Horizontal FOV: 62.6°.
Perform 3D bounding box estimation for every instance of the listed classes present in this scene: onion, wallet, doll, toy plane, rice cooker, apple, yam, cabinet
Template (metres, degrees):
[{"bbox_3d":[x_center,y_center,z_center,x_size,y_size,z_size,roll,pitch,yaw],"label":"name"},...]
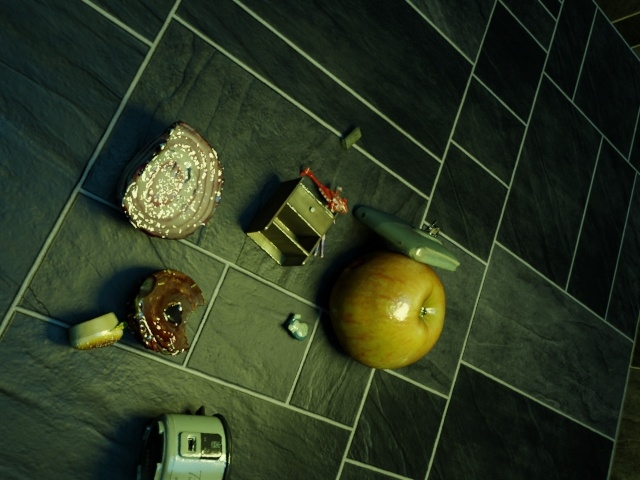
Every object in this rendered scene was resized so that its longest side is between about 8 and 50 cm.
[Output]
[{"bbox_3d":[-0.416,-0.143,1.445,0.314,0.146,0.280,-62,142,-19],"label":"onion"},{"bbox_3d":[0.296,-0.010,1.773,0.252,0.360,0.083,14,107,-34],"label":"wallet"},{"bbox_3d":[-0.073,0.281,1.693,0.083,0.050,0.076,46,47,-21],"label":"doll"},{"bbox_3d":[0.429,-0.028,2.049,0.120,0.031,0.049,-39,103,-31],"label":"toy plane"},{"bbox_3d":[-0.344,0.577,1.389,0.227,0.241,0.281,16,43,-28],"label":"rice cooker"},{"bbox_3d":[0.228,0.225,1.724,0.400,0.333,0.400,1,89,-30],"label":"apple"},{"bbox_3d":[0.013,-0.158,1.763,0.194,0.126,0.077,31,31,6],"label":"toy plane"},{"bbox_3d":[0.107,-0.358,1.844,0.094,0.043,0.043,-44,111,-25],"label":"yam"},{"bbox_3d":[-0.087,-0.057,1.640,0.175,0.148,0.215,45,65,-24],"label":"cabinet"}]

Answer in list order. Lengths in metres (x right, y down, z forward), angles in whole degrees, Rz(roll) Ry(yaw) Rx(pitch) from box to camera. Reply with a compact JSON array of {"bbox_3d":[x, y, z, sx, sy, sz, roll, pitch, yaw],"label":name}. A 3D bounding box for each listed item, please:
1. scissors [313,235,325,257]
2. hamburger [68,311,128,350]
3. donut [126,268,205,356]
[{"bbox_3d":[0.000,0.000,1.774,0.039,0.012,0.113,13,81,-32],"label":"scissors"},{"bbox_3d":[-0.561,0.233,1.330,0.141,0.126,0.082,-19,88,-57],"label":"hamburger"},{"bbox_3d":[-0.423,0.191,1.408,0.216,0.096,0.230,32,56,-44],"label":"donut"}]
